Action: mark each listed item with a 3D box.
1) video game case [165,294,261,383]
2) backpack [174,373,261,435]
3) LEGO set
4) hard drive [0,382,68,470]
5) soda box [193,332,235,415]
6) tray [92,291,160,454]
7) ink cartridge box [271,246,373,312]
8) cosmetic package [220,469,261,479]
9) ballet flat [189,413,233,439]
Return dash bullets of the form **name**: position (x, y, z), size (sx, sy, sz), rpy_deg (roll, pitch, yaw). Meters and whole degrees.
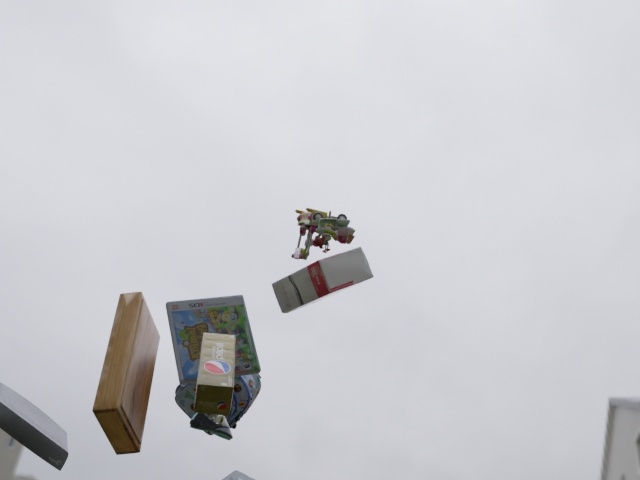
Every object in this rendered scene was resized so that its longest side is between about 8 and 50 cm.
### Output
- **video game case**: position (-0.258, 0.231, 1.882), size (0.193, 0.212, 0.023), rpy_deg (-4, -33, -21)
- **backpack**: position (-0.343, 0.504, 2.665), size (0.276, 0.213, 0.263), rpy_deg (42, -70, 0)
- **LEGO set**: position (0.000, 0.000, 1.719), size (0.132, 0.107, 0.287), rpy_deg (12, -5, 5)
- **hard drive**: position (-0.752, 0.471, 2.021), size (0.254, 0.054, 0.172), rpy_deg (46, -6, -21)
- **soda box**: position (-0.183, 0.229, 1.375), size (0.061, 0.181, 0.058), rpy_deg (7, -70, -8)
- **tray**: position (-0.529, 0.360, 2.191), size (0.076, 0.411, 0.203), rpy_deg (-6, -48, 5)
- **ink cartridge box**: position (0.002, 0.103, 2.009), size (0.158, 0.092, 0.218), rpy_deg (-17, -9, -40)
- **cosmetic package**: position (-0.246, 0.887, 2.108), size (0.329, 0.394, 0.327), rpy_deg (1, -66, 55)
- **ballet flat**: position (-0.331, 0.574, 2.466), size (0.074, 0.074, 0.203), rpy_deg (-13, -30, 26)
